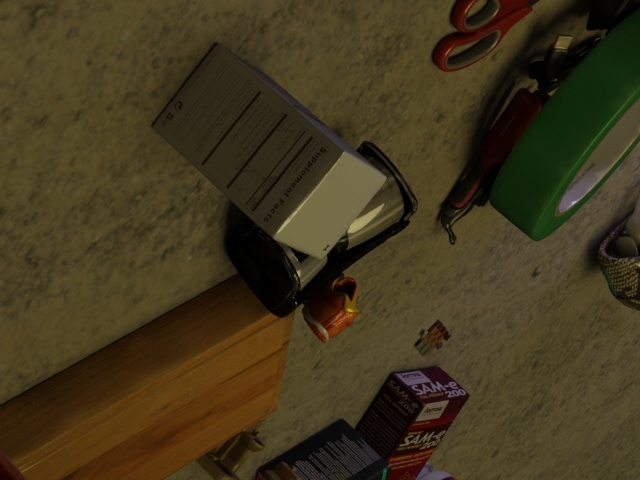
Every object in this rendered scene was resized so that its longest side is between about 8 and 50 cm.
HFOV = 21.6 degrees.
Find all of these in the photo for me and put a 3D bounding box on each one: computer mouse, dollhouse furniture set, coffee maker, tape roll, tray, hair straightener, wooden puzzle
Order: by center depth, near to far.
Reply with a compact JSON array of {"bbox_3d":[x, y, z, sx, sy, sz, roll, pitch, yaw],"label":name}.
[{"bbox_3d":[0.000,0.000,1.807,0.178,0.120,0.171,-35,151,-23],"label":"coffee maker"},{"bbox_3d":[-0.209,0.198,1.816,0.411,0.076,0.203,-29,147,-32],"label":"tray"},{"bbox_3d":[0.333,-0.286,1.990,0.184,0.060,0.262,-30,160,-39],"label":"computer mouse"},{"bbox_3d":[-0.047,0.271,2.063,0.123,0.151,0.144,-50,155,4],"label":"dollhouse furniture set"},{"bbox_3d":[0.341,-0.144,2.089,0.321,0.077,0.321,-45,167,-14],"label":"tape roll"},{"bbox_3d":[0.224,-0.089,2.096,0.089,0.047,0.230,-5,130,-53],"label":"hair straightener"},{"bbox_3d":[0.156,0.138,2.341,0.049,0.006,0.083,-46,153,-4],"label":"wooden puzzle"}]

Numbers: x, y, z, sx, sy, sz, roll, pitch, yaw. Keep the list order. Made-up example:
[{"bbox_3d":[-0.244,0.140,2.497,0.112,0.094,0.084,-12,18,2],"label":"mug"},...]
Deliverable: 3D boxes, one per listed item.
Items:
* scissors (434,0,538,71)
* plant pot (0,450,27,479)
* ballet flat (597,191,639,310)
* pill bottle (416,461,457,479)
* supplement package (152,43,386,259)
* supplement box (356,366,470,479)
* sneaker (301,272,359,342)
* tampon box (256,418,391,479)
[{"bbox_3d":[0.239,-0.273,1.912,0.297,0.021,0.109,-28,144,-36],"label":"scissors"},{"bbox_3d":[-0.419,0.324,1.495,0.272,0.272,0.265,-8,141,-51],"label":"plant pot"},{"bbox_3d":[0.608,-0.100,2.554,0.483,0.164,0.182,-45,133,-3],"label":"ballet flat"},{"bbox_3d":[0.187,0.425,2.530,0.121,0.221,0.121,-35,150,-24],"label":"pill bottle"},{"bbox_3d":[-0.047,-0.082,1.562,0.105,0.179,0.105,-51,154,6],"label":"supplement package"},{"bbox_3d":[0.101,0.298,2.401,0.130,0.073,0.239,-2,128,-54],"label":"supplement box"},{"bbox_3d":[0.012,0.063,1.879,0.067,0.175,0.064,-36,111,3],"label":"sneaker"},{"bbox_3d":[-0.003,0.344,2.276,0.161,0.101,0.120,-26,145,-35],"label":"tampon box"}]
